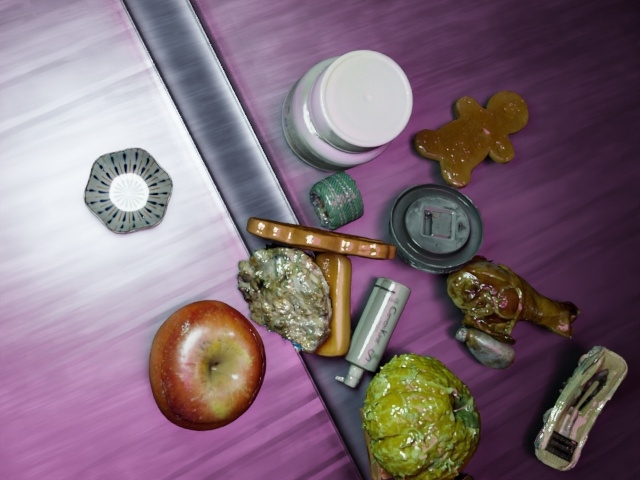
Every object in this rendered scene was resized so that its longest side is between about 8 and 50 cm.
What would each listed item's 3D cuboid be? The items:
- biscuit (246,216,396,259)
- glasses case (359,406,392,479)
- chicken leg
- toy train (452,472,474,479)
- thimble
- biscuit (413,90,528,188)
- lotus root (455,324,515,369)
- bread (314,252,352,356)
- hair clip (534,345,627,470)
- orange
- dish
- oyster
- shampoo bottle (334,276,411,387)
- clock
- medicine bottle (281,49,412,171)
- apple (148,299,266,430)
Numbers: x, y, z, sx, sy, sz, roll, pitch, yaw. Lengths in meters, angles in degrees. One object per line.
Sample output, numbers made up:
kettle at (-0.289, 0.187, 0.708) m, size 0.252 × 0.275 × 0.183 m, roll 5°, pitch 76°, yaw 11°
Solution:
biscuit at (0.000, 0.000, 1.799) m, size 0.334 × 0.202 × 0.047 m, roll 11°, pitch 94°, yaw -16°
glasses case at (0.140, 0.473, 1.910) m, size 0.065 × 0.041 × 0.170 m, roll -10°, pitch 91°, yaw -16°
chicken leg at (0.464, 0.162, 1.930) m, size 0.361 × 0.140 × 0.211 m, roll 26°, pitch 54°, yaw -10°
toy train at (0.289, 0.639, 1.897) m, size 0.225 × 0.137 × 0.090 m, roll -40°, pitch 99°, yaw -11°
thimble at (0.035, -0.089, 1.842) m, size 0.090 × 0.135 × 0.118 m, roll -25°, pitch 90°, yaw -13°
biscuit at (0.383, -0.256, 1.976) m, size 0.301 × 0.049 × 0.197 m, roll -38°, pitch 88°, yaw -15°
lotus root at (0.402, 0.251, 1.959) m, size 0.165 × 0.088 × 0.088 m, roll 34°, pitch 81°, yaw -3°
bread at (0.028, 0.145, 1.867) m, size 0.093 × 0.074 × 0.239 m, roll 2°, pitch 88°, yaw 25°
hair clip at (0.635, 0.408, 2.022) m, size 0.138 × 0.091 × 0.321 m, roll 29°, pitch 94°, yaw -21°
orange at (0.235, 0.395, 1.823) m, size 0.300 × 0.223 × 0.301 m, roll -12°, pitch 80°, yaw -53°
dish at (-0.415, -0.105, 1.760) m, size 0.191 × 0.066 × 0.190 m, roll 1°, pitch 87°, yaw -13°
oyster at (-0.075, 0.132, 1.809) m, size 0.198 × 0.092 × 0.259 m, roll -23°, pitch 101°, yaw 24°
shampoo bottle at (0.122, 0.217, 1.887) m, size 0.085 × 0.085 × 0.262 m, roll 26°, pitch 83°, yaw -13°
clock at (0.269, -0.029, 1.904) m, size 0.226 × 0.049 × 0.226 m, roll 4°, pitch 62°, yaw -8°
medicine bottle at (0.057, -0.281, 1.765) m, size 0.241 × 0.302 × 0.241 m, roll 0°, pitch 89°, yaw -15°
apple at (-0.244, 0.264, 1.731) m, size 0.252 × 0.206 × 0.272 m, roll -17°, pitch 96°, yaw -25°
